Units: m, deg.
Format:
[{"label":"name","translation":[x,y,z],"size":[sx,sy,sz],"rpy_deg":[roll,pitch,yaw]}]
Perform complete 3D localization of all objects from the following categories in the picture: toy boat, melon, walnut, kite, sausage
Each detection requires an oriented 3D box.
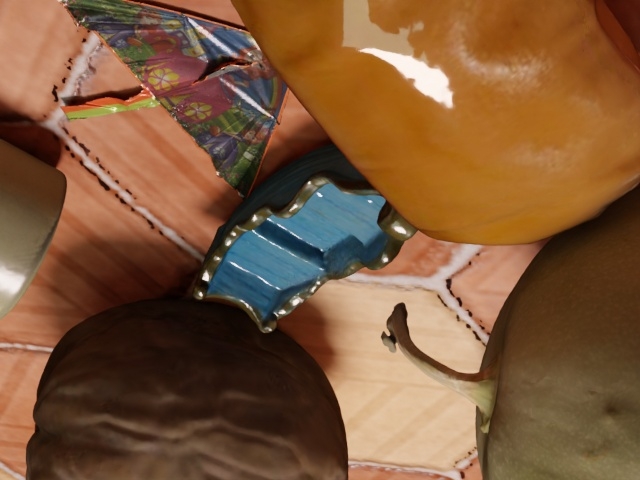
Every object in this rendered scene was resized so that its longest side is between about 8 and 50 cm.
[{"label":"toy boat","translation":[0.000,0.000,0.761],"size":[0.075,0.077,0.185],"rpy_deg":[30,139,-26]},{"label":"melon","translation":[0.218,0.092,0.674],"size":[0.308,0.272,0.272],"rpy_deg":[-12,146,-13]},{"label":"walnut","translation":[-0.084,0.142,0.889],"size":[0.224,0.224,0.224],"rpy_deg":[8,144,6]},{"label":"kite","translation":[-0.077,-0.083,0.736],"size":[0.159,0.010,0.190],"rpy_deg":[-13,136,33]},{"label":"sausage","translation":[0.051,-0.092,0.591],"size":[0.136,0.120,0.241],"rpy_deg":[-30,127,25]}]

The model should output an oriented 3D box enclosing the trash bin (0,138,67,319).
[{"label":"trash bin","translation":[-0.308,-0.023,0.803],"size":[0.247,0.121,0.243],"rpy_deg":[26,142,-23]}]
